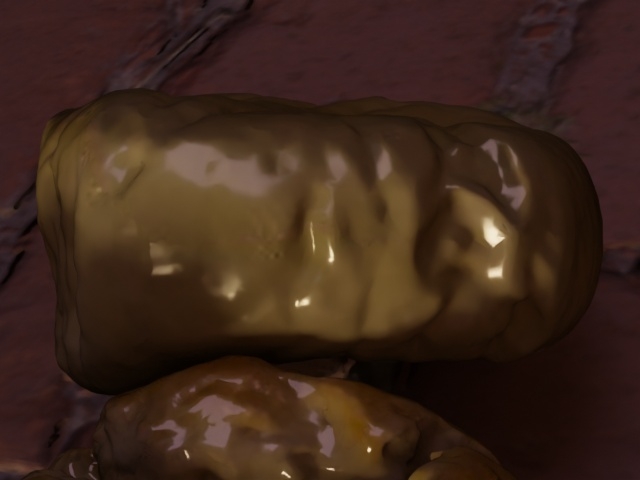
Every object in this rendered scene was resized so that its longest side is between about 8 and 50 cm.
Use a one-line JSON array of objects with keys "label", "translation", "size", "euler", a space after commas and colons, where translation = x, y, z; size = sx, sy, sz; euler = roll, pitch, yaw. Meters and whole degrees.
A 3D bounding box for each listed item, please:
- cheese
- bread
[{"label": "cheese", "translation": [0.000, 0.000, 0.724], "size": [0.214, 0.117, 0.226], "euler": [-2, 4, -10]}, {"label": "bread", "translation": [-0.029, 0.132, 0.598], "size": [0.245, 0.134, 0.244], "euler": [-8, 35, 5]}]
